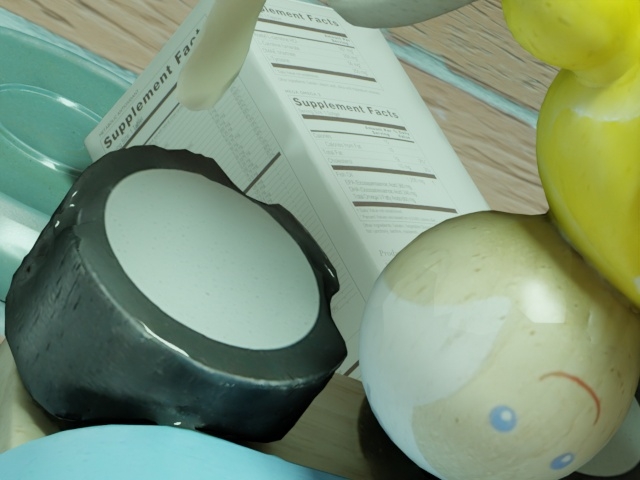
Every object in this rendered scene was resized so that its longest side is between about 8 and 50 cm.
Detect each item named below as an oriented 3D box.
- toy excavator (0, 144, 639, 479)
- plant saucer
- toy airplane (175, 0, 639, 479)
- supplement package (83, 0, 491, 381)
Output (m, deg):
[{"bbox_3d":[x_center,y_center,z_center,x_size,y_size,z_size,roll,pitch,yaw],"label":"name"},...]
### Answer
[{"bbox_3d":[0.054,0.241,0.601,0.433,0.222,0.445,20,37,-25],"label":"toy excavator"},{"bbox_3d":[-0.164,-0.052,1.123,0.317,0.044,0.317,25,22,-11],"label":"plant saucer"},{"bbox_3d":[0.094,-0.051,0.593,0.386,0.272,0.384,36,-5,9],"label":"toy airplane"},{"bbox_3d":[0.000,0.000,1.012,0.134,0.139,0.244,5,48,-48],"label":"supplement package"}]
